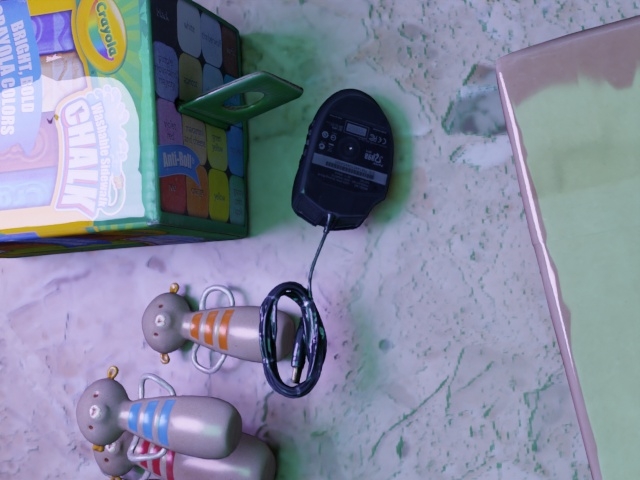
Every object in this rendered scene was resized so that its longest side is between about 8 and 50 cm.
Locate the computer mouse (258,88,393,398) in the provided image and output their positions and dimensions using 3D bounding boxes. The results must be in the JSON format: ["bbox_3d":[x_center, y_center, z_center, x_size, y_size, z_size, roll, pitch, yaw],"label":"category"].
[{"bbox_3d":[0.000,0.000,0.900,0.071,0.041,0.242,19,79,-15],"label":"computer mouse"}]

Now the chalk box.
[{"bbox_3d":[-0.160,-0.084,0.902,0.289,0.180,0.179,-4,85,19],"label":"chalk box"}]

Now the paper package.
[{"bbox_3d":[0.308,-0.008,0.755,0.325,0.168,0.309,-14,81,17],"label":"paper package"}]

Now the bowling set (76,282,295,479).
[{"bbox_3d":[-0.132,0.167,0.874,0.154,0.200,0.287,6,84,19],"label":"bowling set"}]
